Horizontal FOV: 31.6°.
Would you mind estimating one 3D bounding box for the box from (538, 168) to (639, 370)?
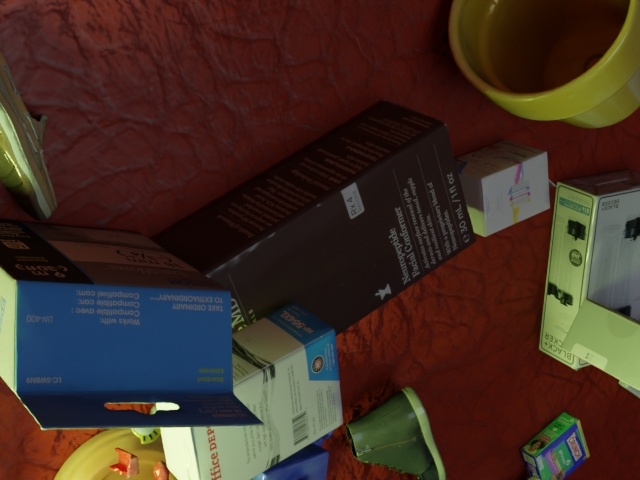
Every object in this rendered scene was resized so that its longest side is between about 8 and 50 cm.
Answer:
[{"bbox_3d":[0.445,0.044,1.785,0.169,0.087,0.289,-12,114,-31],"label":"box"}]

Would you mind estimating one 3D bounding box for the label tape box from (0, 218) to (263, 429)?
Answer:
[{"bbox_3d":[-0.227,0.076,1.163,0.241,0.334,0.105,5,104,-37],"label":"label tape box"}]

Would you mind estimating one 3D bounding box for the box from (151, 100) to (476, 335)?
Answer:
[{"bbox_3d":[0.000,0.000,1.423,0.381,0.143,0.191,-32,124,-19],"label":"box"}]

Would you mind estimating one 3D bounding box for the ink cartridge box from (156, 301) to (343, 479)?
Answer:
[{"bbox_3d":[-0.080,0.184,1.290,0.203,0.086,0.148,-25,129,-29],"label":"ink cartridge box"}]

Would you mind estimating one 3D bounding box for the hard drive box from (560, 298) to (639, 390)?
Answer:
[{"bbox_3d":[0.512,0.184,1.714,0.232,0.181,0.089,23,94,-38],"label":"hard drive box"}]

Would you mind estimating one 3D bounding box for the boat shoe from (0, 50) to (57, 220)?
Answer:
[{"bbox_3d":[-0.318,-0.112,1.203,0.072,0.068,0.190,-40,126,-31],"label":"boat shoe"}]

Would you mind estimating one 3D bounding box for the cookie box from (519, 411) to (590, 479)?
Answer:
[{"bbox_3d":[0.395,0.356,1.900,0.107,0.040,0.091,-36,124,-20],"label":"cookie box"}]

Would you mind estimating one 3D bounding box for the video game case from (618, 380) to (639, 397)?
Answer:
[{"bbox_3d":[0.648,0.198,2.029,0.206,0.026,0.227,33,88,-39],"label":"video game case"}]

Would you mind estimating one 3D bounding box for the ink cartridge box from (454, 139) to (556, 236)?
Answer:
[{"bbox_3d":[0.254,-0.079,1.600,0.143,0.092,0.089,-23,119,-28],"label":"ink cartridge box"}]

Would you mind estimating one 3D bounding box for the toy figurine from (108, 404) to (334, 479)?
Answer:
[{"bbox_3d":[-0.054,0.303,1.418,0.363,0.217,0.191,-7,104,-42],"label":"toy figurine"}]

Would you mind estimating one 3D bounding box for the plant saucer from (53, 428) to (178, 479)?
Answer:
[{"bbox_3d":[-0.248,0.330,1.437,0.200,0.037,0.199,-13,115,-30],"label":"plant saucer"}]

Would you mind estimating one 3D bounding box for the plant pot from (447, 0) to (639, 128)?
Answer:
[{"bbox_3d":[0.334,-0.264,1.505,0.239,0.254,0.254,23,93,-55],"label":"plant pot"}]

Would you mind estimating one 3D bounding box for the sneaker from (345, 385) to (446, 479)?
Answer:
[{"bbox_3d":[0.109,0.312,1.670,0.118,0.083,0.222,-24,129,-5],"label":"sneaker"}]

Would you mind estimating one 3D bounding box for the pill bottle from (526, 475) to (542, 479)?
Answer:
[{"bbox_3d":[0.320,0.455,1.861,0.137,0.078,0.078,-34,124,-21],"label":"pill bottle"}]
